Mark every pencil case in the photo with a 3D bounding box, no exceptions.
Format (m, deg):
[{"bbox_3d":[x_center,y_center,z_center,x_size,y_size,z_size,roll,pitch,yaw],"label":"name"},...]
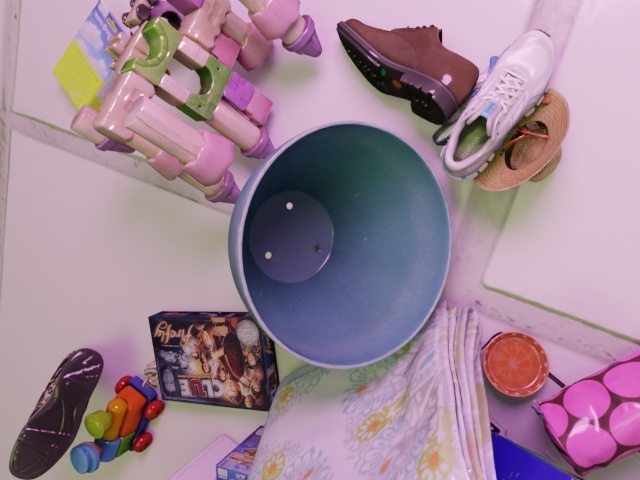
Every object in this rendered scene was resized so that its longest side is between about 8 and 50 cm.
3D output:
[{"bbox_3d":[0.363,0.183,0.598,0.209,0.098,0.095,-33,116,12],"label":"pencil case"}]

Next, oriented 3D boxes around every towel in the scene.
[{"bbox_3d":[0.044,0.251,0.652,0.374,0.321,0.090,-35,105,26],"label":"towel"}]

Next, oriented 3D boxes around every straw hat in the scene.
[{"bbox_3d":[0.259,-0.109,0.622,0.061,0.145,0.144,30,117,-26],"label":"straw hat"}]

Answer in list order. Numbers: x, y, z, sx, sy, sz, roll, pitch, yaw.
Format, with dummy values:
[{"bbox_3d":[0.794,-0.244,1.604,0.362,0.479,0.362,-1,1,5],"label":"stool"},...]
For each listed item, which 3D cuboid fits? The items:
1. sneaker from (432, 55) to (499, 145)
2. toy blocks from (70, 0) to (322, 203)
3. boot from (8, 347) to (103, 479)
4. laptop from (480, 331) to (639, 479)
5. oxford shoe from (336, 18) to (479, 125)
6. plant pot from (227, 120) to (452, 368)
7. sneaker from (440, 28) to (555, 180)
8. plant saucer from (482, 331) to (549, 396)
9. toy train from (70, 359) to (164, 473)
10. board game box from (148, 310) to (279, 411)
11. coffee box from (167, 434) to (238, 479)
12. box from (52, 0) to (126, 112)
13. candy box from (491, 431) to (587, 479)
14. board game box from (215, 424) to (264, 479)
[{"bbox_3d":[0.194,-0.180,0.660,0.135,0.052,0.058,-42,70,18],"label":"sneaker"},{"bbox_3d":[-0.159,-0.205,0.750,0.308,0.260,0.289,9,73,48],"label":"toy blocks"},{"bbox_3d":[-0.493,0.313,0.969,0.085,0.178,0.237,31,72,-20],"label":"boot"},{"bbox_3d":[0.232,0.414,0.635,0.382,0.236,0.408,41,113,14],"label":"laptop"},{"bbox_3d":[0.111,-0.241,0.669,0.096,0.083,0.227,-46,62,-2],"label":"oxford shoe"},{"bbox_3d":[0.000,0.000,0.681,0.195,0.290,0.291,9,106,63],"label":"plant pot"},{"bbox_3d":[0.204,-0.152,0.584,0.071,0.083,0.191,33,105,14],"label":"sneaker"},{"bbox_3d":[0.257,0.163,0.674,0.083,0.013,0.084,-2,76,7],"label":"plant saucer"},{"bbox_3d":[-0.378,0.316,0.963,0.105,0.143,0.248,30,111,18],"label":"toy train"},{"bbox_3d":[-0.192,0.211,0.911,0.243,0.042,0.165,-4,97,26],"label":"board game box"},{"bbox_3d":[-0.180,0.602,0.808,0.334,0.337,0.339,29,110,19],"label":"coffee box"},{"bbox_3d":[-0.401,-0.326,0.919,0.178,0.042,0.109,-40,82,26],"label":"box"},{"bbox_3d":[0.189,0.346,0.483,0.122,0.317,0.268,29,82,10],"label":"candy box"},{"bbox_3d":[-0.046,0.362,0.815,0.201,0.136,0.035,4,100,26],"label":"board game box"}]
